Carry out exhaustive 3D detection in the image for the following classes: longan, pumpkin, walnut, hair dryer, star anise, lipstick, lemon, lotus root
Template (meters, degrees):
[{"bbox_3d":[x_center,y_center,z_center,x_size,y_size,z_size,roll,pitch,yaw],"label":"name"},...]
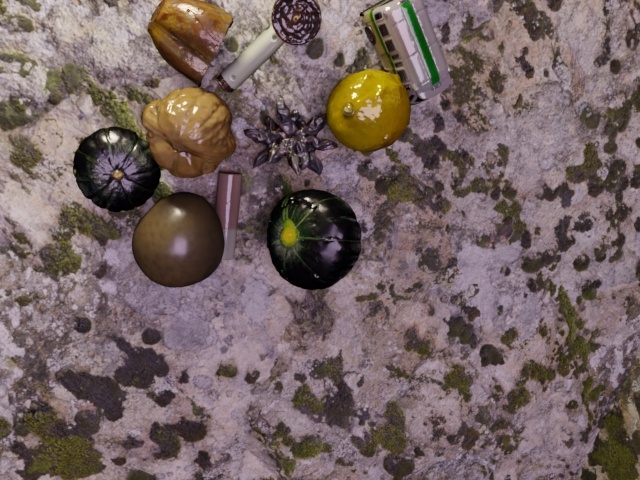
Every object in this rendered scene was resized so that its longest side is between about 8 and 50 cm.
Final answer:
[{"bbox_3d":[-0.386,-0.001,1.396,0.258,0.258,0.258,-5,107,-15],"label":"longan"},{"bbox_3d":[-0.530,-0.186,1.341,0.220,0.162,0.221,-7,112,-18],"label":"pumpkin"},{"bbox_3d":[-0.336,-0.284,1.327,0.257,0.257,0.224,21,119,-21],"label":"walnut"},{"bbox_3d":[-0.150,-0.515,1.362,0.362,0.203,0.128,-38,114,17],"label":"hair dryer"},{"bbox_3d":[-0.077,-0.286,1.473,0.282,0.129,0.212,11,86,-23],"label":"star anise"},{"bbox_3d":[-0.275,-0.073,1.497,0.070,0.070,0.255,3,105,-17],"label":"lipstick"},{"bbox_3d":[0.000,0.000,1.505,0.295,0.296,0.296,-5,107,-15],"label":"pumpkin"},{"bbox_3d":[0.137,-0.362,1.439,0.288,0.233,0.234,-16,116,-54],"label":"lemon"},{"bbox_3d":[-0.334,-0.515,1.280,0.180,0.199,0.188,26,91,-26],"label":"lotus root"}]

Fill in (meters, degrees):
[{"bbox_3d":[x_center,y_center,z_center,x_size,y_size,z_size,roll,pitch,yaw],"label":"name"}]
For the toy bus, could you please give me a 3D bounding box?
[{"bbox_3d":[0.255,-0.540,1.456,0.143,0.179,0.305,-31,112,-6],"label":"toy bus"}]
